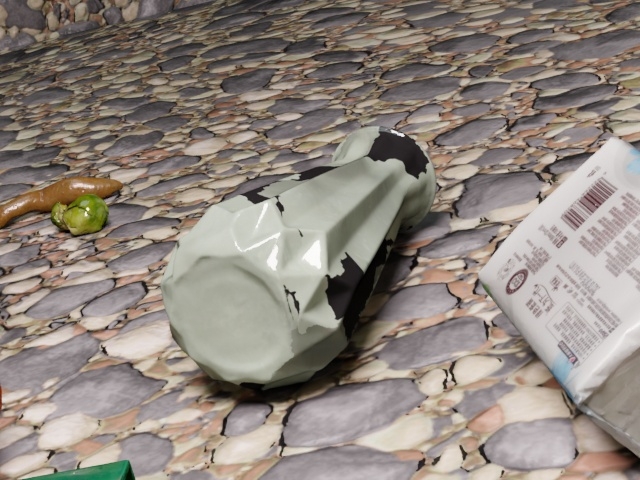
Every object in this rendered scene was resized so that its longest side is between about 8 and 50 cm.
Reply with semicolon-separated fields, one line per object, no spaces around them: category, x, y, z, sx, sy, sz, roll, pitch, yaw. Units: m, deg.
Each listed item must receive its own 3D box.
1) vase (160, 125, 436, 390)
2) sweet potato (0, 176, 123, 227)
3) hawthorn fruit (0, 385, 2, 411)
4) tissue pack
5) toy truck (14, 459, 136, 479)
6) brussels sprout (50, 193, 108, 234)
vase;0.000;0.000;1.143;0.165;0.165;0.360;-4;18;24
sweet potato;-0.342;-0.054;1.648;0.179;0.044;0.044;-15;20;-7
hawthorn fruit;-0.328;0.126;0.989;0.173;0.172;0.173;-12;20;4
tissue pack;0.236;0.050;0.903;0.159;0.145;0.229;-46;19;6
toy truck;-0.186;0.200;0.820;0.147;0.079;0.065;-12;21;9
brussels sprout;-0.294;-0.028;1.548;0.083;0.046;0.051;-10;22;39
